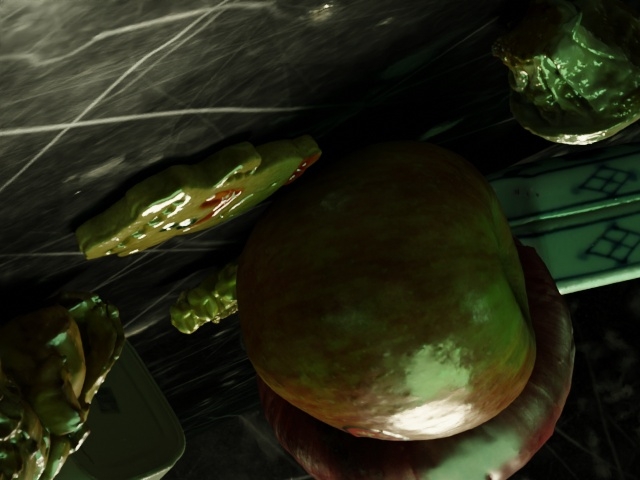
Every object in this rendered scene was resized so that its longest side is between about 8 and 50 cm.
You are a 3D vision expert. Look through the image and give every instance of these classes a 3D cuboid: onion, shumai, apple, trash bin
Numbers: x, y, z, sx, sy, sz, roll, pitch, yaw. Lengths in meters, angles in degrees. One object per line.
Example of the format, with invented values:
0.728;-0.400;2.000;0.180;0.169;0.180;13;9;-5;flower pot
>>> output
0.086;0.106;2.071;0.347;0.348;0.285;-28;139;1;onion
0.202;-0.152;1.595;0.145;0.145;0.116;-28;135;6;shumai
0.057;0.051;1.813;0.250;0.277;0.309;-18;143;13;apple
-0.288;0.222;1.998;0.250;0.219;0.220;-41;168;34;trash bin

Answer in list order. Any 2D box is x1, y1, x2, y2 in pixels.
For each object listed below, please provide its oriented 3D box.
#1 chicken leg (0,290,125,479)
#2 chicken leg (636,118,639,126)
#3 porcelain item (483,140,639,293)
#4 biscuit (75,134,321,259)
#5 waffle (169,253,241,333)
-0.303;0.157;1.751;0.295;0.182;0.409;-42;-176;-18;chicken leg
0.463;-0.203;2.242;0.251;0.087;0.107;-33;-166;-10;chicken leg
0.292;-0.022;2.308;0.285;0.157;0.281;-12;-179;-11;porcelain item
-0.094;-0.033;1.598;0.166;0.036;0.225;-34;170;34;biscuit
-0.088;0.047;2.068;0.149;0.051;0.194;-27;177;-2;waffle
